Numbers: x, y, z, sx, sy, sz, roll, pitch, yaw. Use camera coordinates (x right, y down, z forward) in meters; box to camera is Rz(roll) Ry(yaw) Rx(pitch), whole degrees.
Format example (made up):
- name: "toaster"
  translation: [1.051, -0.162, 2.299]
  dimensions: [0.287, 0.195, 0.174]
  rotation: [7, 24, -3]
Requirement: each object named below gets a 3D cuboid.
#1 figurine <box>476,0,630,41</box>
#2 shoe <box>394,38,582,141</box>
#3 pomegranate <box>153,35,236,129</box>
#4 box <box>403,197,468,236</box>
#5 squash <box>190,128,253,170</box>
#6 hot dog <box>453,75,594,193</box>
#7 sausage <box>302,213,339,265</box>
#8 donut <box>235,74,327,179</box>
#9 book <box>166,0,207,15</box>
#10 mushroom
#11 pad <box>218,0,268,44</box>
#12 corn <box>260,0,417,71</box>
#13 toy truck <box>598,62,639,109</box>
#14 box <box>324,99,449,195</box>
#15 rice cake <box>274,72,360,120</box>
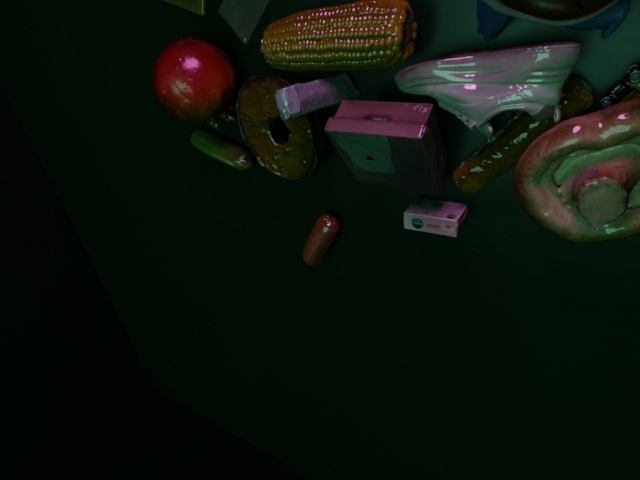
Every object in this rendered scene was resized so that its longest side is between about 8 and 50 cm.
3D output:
- name: "figurine"
  translation: [0.335, -0.410, 0.571]
  dimensions: [0.416, 0.243, 0.297]
  rotation: [44, 150, 34]
- name: "shoe"
  translation: [0.285, -0.259, 0.728]
  dimensions: [0.317, 0.124, 0.159]
  rotation: [12, 124, 46]
- name: "pomegranate"
  translation: [-0.321, -0.409, 1.067]
  dimensions: [0.211, 0.210, 0.235]
  rotation: [7, 149, 34]
- name: "box"
  translation: [0.266, -0.056, 0.929]
  dimensions: [0.125, 0.089, 0.043]
  rotation: [13, 126, 33]
- name: "squash"
  translation: [-0.304, -0.277, 1.233]
  dimensions: [0.239, 0.069, 0.069]
  rotation: [30, 133, 18]
- name: "hot dog"
  translation: [0.372, -0.186, 0.774]
  dimensions: [0.083, 0.068, 0.289]
  rotation: [42, 135, -3]
- name: "sausage"
  translation: [0.000, 0.000, 1.185]
  dimensions: [0.076, 0.076, 0.197]
  rotation: [39, 134, 10]
- name: "donut"
  translation: [-0.090, -0.294, 1.036]
  dimensions: [0.272, 0.107, 0.271]
  rotation: [25, 136, 27]
- name: "book"
  translation: [-0.360, -0.741, 0.987]
  dimensions: [0.208, 0.020, 0.295]
  rotation: [30, 133, 18]
- name: "mushroom"
  translation: [0.477, -0.111, 0.677]
  dimensions: [0.279, 0.146, 0.278]
  rotation: [16, 138, 15]
- name: "pad"
  translation: [-0.177, -0.583, 0.966]
  dimensions: [0.113, 0.006, 0.188]
  rotation: [50, 136, -1]
- name: "corn"
  translation: [0.027, -0.416, 0.833]
  dimensions: [0.345, 0.131, 0.131]
  rotation: [14, 126, 32]
- name: "toy truck"
  translation: [0.501, -0.242, 0.647]
  dimensions: [0.054, 0.049, 0.083]
  rotation: [40, 137, 7]
- name: "box"
  translation: [0.151, -0.195, 0.852]
  dimensions: [0.216, 0.086, 0.215]
  rotation: [15, 164, 32]
- name: "rice cake"
  translation: [-0.010, -0.320, 0.889]
  dimensions: [0.063, 0.207, 0.069]
  rotation: [1, 116, 53]
